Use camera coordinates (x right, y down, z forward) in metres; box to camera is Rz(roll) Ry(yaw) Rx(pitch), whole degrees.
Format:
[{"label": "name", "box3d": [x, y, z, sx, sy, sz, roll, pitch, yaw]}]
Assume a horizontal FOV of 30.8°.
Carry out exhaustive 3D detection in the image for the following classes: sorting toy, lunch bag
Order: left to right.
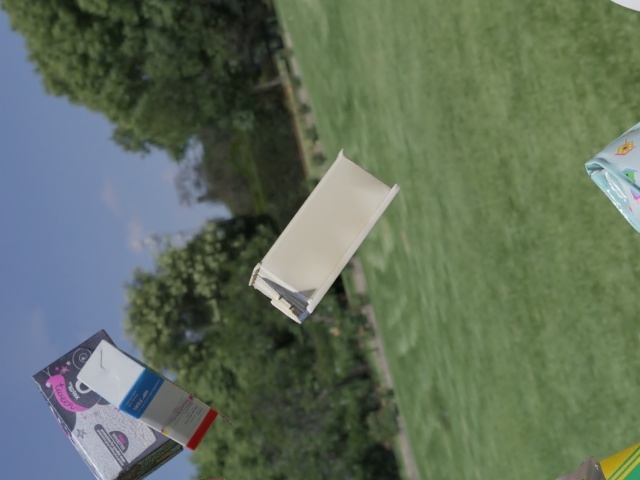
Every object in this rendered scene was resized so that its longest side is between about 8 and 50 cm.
[{"label": "sorting toy", "box3d": [0.279, 0.267, 1.209, 0.075, 0.045, 0.083, -53, -54, -43]}, {"label": "lunch bag", "box3d": [0.508, -0.095, 1.551, 0.160, 0.223, 0.262, 51, 180, -40]}]

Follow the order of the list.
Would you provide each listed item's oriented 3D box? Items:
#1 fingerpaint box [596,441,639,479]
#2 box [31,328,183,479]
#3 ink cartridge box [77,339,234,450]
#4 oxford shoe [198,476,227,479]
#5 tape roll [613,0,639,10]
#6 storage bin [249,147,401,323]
[{"label": "fingerpaint box", "box3d": [0.559, 0.395, 1.382, 0.445, 0.371, 0.163, 36, -139, -19]}, {"label": "box", "box3d": [-0.387, 0.316, 2.121, 0.247, 0.163, 0.142, 50, 163, 17]}, {"label": "ink cartridge box", "box3d": [-0.261, 0.258, 1.870, 0.134, 0.078, 0.231, 24, 167, 46]}, {"label": "oxford shoe", "box3d": [-0.219, 0.487, 1.653, 0.146, 0.141, 0.397, 64, 144, 27]}, {"label": "tape roll", "box3d": [0.551, -0.497, 1.844, 0.169, 0.246, 0.246, 88, 171, -48]}, {"label": "storage bin", "box3d": [0.000, 0.000, 2.054, 0.123, 0.262, 0.260, 35, 169, 1]}]
